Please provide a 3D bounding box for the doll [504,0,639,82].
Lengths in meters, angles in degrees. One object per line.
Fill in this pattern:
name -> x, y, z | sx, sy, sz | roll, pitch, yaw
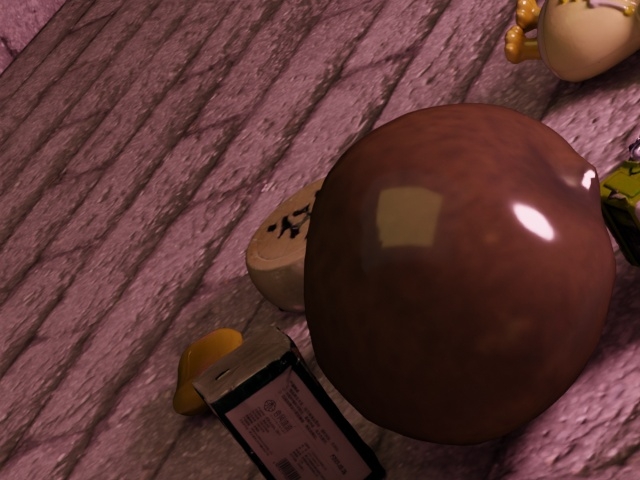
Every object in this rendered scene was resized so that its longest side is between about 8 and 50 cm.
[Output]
doll -> 0.350, -0.262, 2.062 | 0.296, 0.117, 0.141 | -14, 40, 44

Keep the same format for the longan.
longan -> 0.122, 0.021, 1.618 | 0.288, 0.288, 0.350 | -24, 41, 27

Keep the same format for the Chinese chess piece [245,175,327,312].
Chinese chess piece -> 0.000, 0.000, 2.103 | 0.188, 0.083, 0.188 | -29, 26, 16

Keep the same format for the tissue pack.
tissue pack -> -0.029, 0.176, 1.680 | 0.103, 0.170, 0.090 | -35, 21, -1

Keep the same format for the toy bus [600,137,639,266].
toy bus -> 0.406, -0.087, 1.657 | 0.302, 0.113, 0.139 | -38, 26, -8

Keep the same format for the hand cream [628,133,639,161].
hand cream -> 0.345, -0.134, 1.736 | 0.083, 0.224, 0.048 | -22, 53, -39

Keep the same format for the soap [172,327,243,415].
soap -> -0.127, 0.151, 2.034 | 0.089, 0.045, 0.140 | -28, 22, 13
